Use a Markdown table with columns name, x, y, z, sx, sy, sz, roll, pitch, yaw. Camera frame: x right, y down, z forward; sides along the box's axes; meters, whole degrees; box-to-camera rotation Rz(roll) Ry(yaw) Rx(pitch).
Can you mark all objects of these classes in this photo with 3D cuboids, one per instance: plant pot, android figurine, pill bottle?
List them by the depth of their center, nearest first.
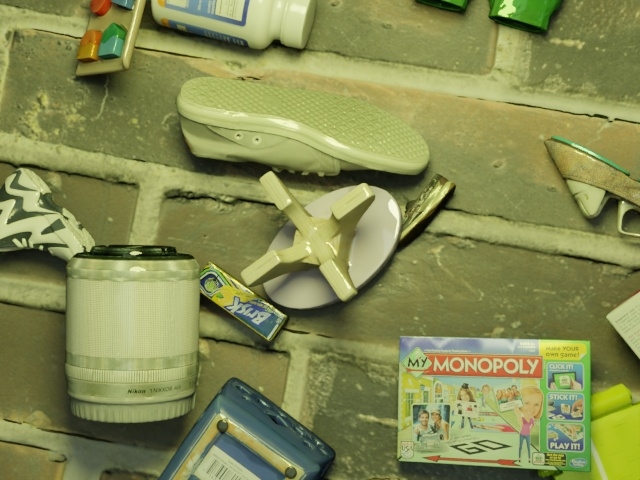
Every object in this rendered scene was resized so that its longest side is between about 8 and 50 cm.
| name | x | y | z | sx | sy | sz | roll | pitch | yaw |
| --- | --- | --- | --- | --- | --- | --- | --- | --- | --- |
| plant pot | -0.132 | 0.384 | 1.537 | 0.236 | 0.212 | 0.236 | 35 | 87 | 6 |
| android figurine | 0.503 | 0.374 | 1.584 | 0.273 | 0.056 | 0.248 | -18 | 82 | -1 |
| pill bottle | -0.149 | -0.426 | 1.670 | 0.272 | 0.152 | 0.152 | 15 | 84 | 4 |

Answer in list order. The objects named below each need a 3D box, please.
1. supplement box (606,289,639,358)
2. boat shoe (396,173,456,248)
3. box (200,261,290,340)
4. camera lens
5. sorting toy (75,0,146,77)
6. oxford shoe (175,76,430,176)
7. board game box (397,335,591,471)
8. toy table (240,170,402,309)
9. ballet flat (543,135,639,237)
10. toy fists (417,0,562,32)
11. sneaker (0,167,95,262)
| name | x | y | z | sx | sy | sz | roll | pitch | yaw |
| --- | --- | --- | --- | --- | --- | --- | --- | --- | --- |
| supplement box | 0.588 | 0.175 | 1.553 | 0.114 | 0.111 | 0.220 | -42 | 78 | 20 |
| boat shoe | 0.173 | -0.052 | 1.659 | 0.152 | 0.056 | 0.049 | -46 | 69 | -3 |
| box | -0.138 | 0.107 | 1.648 | 0.169 | 0.059 | 0.054 | 34 | 88 | 7 |
| camera lens | -0.311 | 0.146 | 1.562 | 0.219 | 0.219 | 0.274 | 2 | 92 | 3 |
| sorting toy | -0.372 | -0.389 | 1.665 | 0.038 | 0.208 | 0.193 | 17 | 82 | -38 |
| oxford shoe | -0.033 | -0.178 | 1.653 | 0.449 | 0.169 | 0.130 | 10 | 127 | -3 |
| board game box | 0.290 | 0.270 | 1.584 | 0.317 | 0.046 | 0.213 | 0 | 83 | 14 |
| toy table | 0.000 | 0.000 | 1.584 | 0.252 | 0.161 | 0.274 | 44 | 94 | 19 |
| ballet flat | 0.514 | -0.072 | 1.617 | 0.316 | 0.107 | 0.106 | 26 | 92 | 7 |
| toy fists | 0.298 | -0.471 | 1.682 | 0.279 | 0.096 | 0.142 | 16 | 94 | 4 |
| sneaker | -0.508 | 0.003 | 1.669 | 0.153 | 0.094 | 0.235 | -41 | 89 | 4 |
